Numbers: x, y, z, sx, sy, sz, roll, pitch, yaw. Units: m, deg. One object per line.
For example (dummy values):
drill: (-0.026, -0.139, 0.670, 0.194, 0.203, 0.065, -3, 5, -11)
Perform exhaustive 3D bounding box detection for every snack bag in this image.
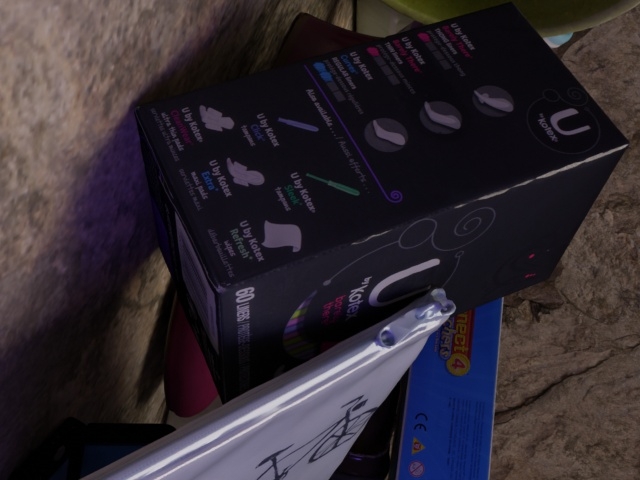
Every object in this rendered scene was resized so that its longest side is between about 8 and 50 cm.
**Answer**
snack bag: (-0.090, 0.181, 0.524, 0.323, 0.037, 0.342, -22, 152, -37)

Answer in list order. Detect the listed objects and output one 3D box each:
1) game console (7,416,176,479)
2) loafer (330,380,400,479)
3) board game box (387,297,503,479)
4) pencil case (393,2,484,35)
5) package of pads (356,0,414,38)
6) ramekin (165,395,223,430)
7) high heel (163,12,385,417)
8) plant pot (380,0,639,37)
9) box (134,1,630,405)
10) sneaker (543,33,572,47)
game console: (-0.164, 0.190, 0.566, 0.107, 0.071, 0.122, -51, 161, -58)
loafer: (0.043, 0.180, 0.861, 0.220, 0.080, 0.078, -64, 162, -71)
board game box: (0.131, 0.196, 0.903, 0.302, 0.086, 0.308, 85, 14, -66)
pencil case: (0.084, -0.162, 0.784, 0.086, 0.206, 0.088, 48, 20, -37)
package of pads: (0.127, -0.292, 0.952, 0.229, 0.101, 0.296, -63, 169, -18)
ramekin: (-0.055, 0.159, 0.877, 0.277, 0.135, 0.277, 23, 90, -80)
high heel: (0.000, 0.000, 0.687, 0.127, 0.181, 0.377, -1, 113, -79)
plant pot: (0.154, -0.345, 0.631, 0.276, 0.276, 0.254, 87, 16, -67)
box: (0.034, -0.025, 0.540, 0.270, 0.143, 0.165, -20, 151, -17)
sneaker: (0.222, -0.391, 1.163, 0.127, 0.208, 0.319, 3, 70, -44)
